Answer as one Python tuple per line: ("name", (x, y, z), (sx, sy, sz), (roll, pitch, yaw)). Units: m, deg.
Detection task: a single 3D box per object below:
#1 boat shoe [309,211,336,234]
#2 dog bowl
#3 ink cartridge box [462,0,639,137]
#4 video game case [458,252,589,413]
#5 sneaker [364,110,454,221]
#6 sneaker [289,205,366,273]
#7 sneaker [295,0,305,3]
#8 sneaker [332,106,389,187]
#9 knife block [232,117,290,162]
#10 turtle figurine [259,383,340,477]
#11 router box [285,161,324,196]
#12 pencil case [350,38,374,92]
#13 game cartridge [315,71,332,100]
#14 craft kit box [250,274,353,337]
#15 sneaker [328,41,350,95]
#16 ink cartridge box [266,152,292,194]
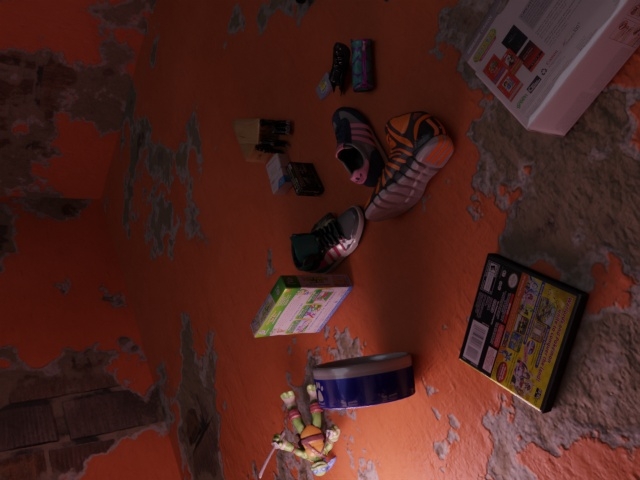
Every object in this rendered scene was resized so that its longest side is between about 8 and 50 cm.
("boat shoe", (0.001, -0.035, 1.932), (0.152, 0.056, 0.049), (-40, 53, 36))
("dog bowl", (0.115, 0.368, 1.583), (0.265, 0.264, 0.104), (-19, 77, 53))
("ink cartridge box", (0.470, -0.417, 1.196), (0.309, 0.130, 0.272), (-58, 44, 36))
("video game case", (0.438, 0.198, 1.325), (0.248, 0.035, 0.275), (30, 114, 51))
("sneaker", (0.210, -0.204, 1.593), (0.321, 0.124, 0.180), (-48, 48, 30))
("sneaker", (0.000, 0.000, 1.819), (0.295, 0.178, 0.124), (-55, 48, 39))
("sneaker", (0.001, -0.842, 1.888), (0.302, 0.108, 0.121), (1, 92, 63))
("sneaker", (0.088, -0.284, 1.734), (0.112, 0.131, 0.319), (-60, 45, 36))
("knife block", (-0.210, -0.414, 2.196), (0.242, 0.088, 0.276), (-51, 50, 41))
("turtle figurine", (-0.047, 0.581, 1.856), (0.198, 0.274, 0.266), (-39, 49, 30))
("router box", (-0.051, -0.202, 1.966), (0.038, 0.092, 0.122), (-53, 49, 41))
("pencil case", (0.122, -0.511, 1.744), (0.070, 0.064, 0.152), (156, 111, -83))
("game cartridge", (0.015, -0.498, 1.939), (0.083, 0.017, 0.056), (-51, 55, 42))
("craft kit box", (-0.060, 0.202, 1.847), (0.250, 0.246, 0.061), (-57, 48, 37))
("sneaker", (0.056, -0.514, 1.798), (0.170, 0.051, 0.089), (66, -137, -75))
("ink cartridge box", (-0.143, -0.237, 2.131), (0.088, 0.052, 0.122), (-40, 60, 47))
